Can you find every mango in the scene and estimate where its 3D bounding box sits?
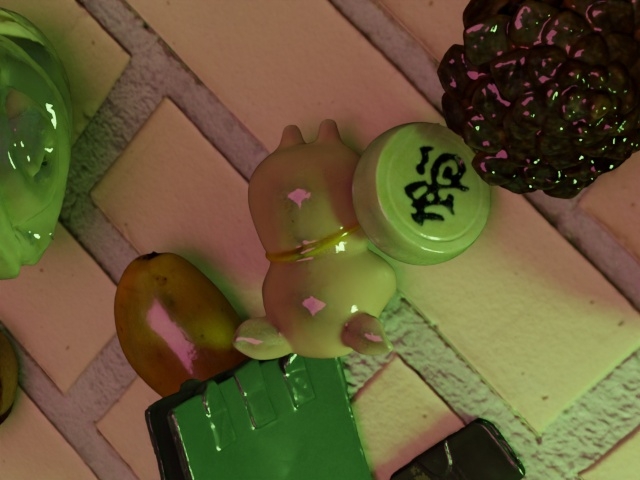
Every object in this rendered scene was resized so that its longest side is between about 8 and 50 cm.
[{"bbox_3d":[-0.146,0.129,1.283,0.138,0.113,0.253,-35,92,23],"label":"mango"}]

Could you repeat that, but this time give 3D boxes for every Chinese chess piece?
[{"bbox_3d":[0.101,-0.047,1.113,0.058,0.144,0.144,-25,89,62],"label":"Chinese chess piece"}]

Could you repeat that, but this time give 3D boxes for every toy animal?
[{"bbox_3d":[0.002,0.000,1.172,0.165,0.149,0.247,-8,84,30],"label":"toy animal"}]

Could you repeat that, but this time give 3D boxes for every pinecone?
[{"bbox_3d":[0.212,-0.149,1.008,0.202,0.201,0.228,34,116,11],"label":"pinecone"}]

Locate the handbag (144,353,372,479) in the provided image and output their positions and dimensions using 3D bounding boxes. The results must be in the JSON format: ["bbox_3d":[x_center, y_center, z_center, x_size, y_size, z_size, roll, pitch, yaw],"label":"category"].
[{"bbox_3d":[-0.057,0.246,1.187,0.079,0.248,0.260,-10,97,42],"label":"handbag"}]

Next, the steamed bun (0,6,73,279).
[{"bbox_3d":[-0.402,-0.117,1.214,0.247,0.352,0.339,-17,90,36],"label":"steamed bun"}]

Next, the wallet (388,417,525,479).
[{"bbox_3d":[0.144,0.260,1.225,0.157,0.018,0.082,-38,83,27],"label":"wallet"}]

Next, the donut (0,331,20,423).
[{"bbox_3d":[-0.468,0.184,1.464,0.166,0.073,0.184,22,108,20],"label":"donut"}]
